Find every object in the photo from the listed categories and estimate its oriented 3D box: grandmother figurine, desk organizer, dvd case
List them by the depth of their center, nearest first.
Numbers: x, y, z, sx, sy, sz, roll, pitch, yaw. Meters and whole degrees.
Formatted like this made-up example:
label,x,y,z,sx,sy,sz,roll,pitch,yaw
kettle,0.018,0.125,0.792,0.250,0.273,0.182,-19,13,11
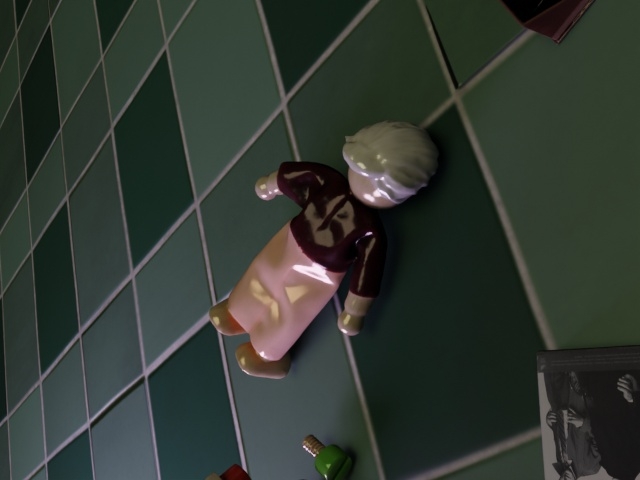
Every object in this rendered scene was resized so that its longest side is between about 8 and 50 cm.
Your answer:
label,x,y,z,sx,sy,sz,roll,pitch,yaw
dvd case,0.238,0.193,0.526,0.179,0.029,0.239,-14,74,51
desk organizer,0.173,-0.233,0.659,0.047,0.050,0.130,-54,46,33
grandmother figurine,0.000,0.000,0.822,0.208,0.104,0.342,49,124,11

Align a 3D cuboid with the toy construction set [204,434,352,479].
label,x,y,z,sx,sy,sz,roll,pitch,yaw
toy construction set,-0.069,0.376,0.701,0.237,0.308,0.258,30,116,45
